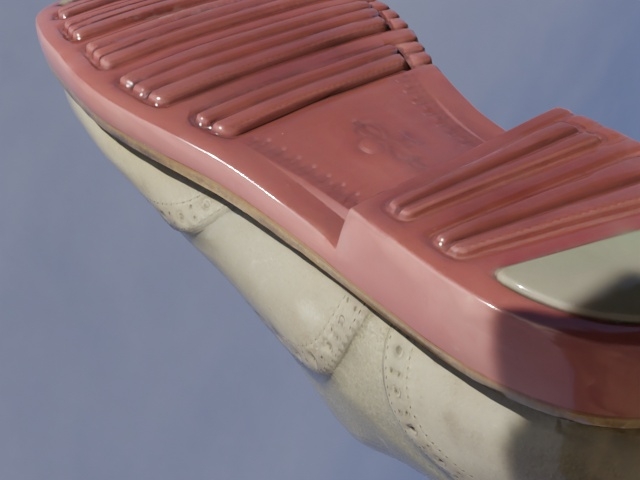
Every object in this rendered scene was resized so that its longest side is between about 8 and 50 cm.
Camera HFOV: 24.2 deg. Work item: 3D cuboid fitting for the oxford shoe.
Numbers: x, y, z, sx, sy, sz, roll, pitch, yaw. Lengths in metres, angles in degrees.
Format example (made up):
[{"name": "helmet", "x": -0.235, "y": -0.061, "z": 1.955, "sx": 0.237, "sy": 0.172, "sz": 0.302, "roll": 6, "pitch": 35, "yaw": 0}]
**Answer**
[{"name": "oxford shoe", "x": 0.000, "y": 0.000, "z": 0.518, "sx": 0.123, "sy": 0.348, "sz": 0.130, "roll": -20, "pitch": -54, "yaw": -25}]
